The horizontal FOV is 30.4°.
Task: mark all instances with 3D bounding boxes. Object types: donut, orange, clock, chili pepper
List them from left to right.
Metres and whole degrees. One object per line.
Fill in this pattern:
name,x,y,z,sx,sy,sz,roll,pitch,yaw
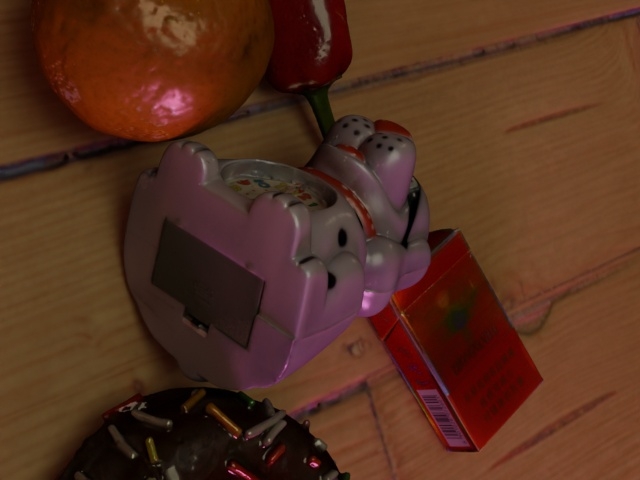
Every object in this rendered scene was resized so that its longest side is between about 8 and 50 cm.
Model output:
orange,-0.123,-0.156,0.859,0.178,0.155,0.177,25,48,-31
donut,-0.079,0.234,0.855,0.270,0.103,0.269,8,78,-38
chili pepper,-0.008,-0.258,1.012,0.137,0.092,0.368,10,78,-47
clock,-0.001,-0.002,0.925,0.254,0.189,0.188,-19,93,-45

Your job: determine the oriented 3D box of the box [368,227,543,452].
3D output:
box,0.118,0.090,1.065,0.112,0.048,0.175,-38,105,-34
